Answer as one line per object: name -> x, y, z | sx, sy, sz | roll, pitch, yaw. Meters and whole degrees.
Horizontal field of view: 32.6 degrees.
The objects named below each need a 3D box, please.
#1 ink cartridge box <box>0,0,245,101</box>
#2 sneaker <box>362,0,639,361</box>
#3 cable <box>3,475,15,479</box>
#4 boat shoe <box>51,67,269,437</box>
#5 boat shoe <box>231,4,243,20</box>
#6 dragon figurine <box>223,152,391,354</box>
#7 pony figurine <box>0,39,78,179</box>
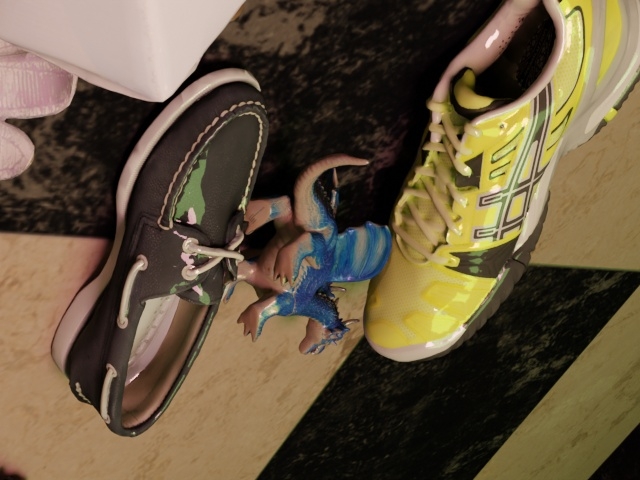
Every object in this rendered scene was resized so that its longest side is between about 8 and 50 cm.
ink cartridge box -> -0.024, -0.287, 0.365 | 0.385, 0.091, 0.308 | 95, 22, -52
sneaker -> 0.127, -0.071, 0.941 | 0.147, 0.145, 0.385 | 14, 108, -47
cable -> -0.287, 0.280, 0.902 | 0.184, 0.047, 0.151 | -59, 159, -46
boat shoe -> -0.102, 0.017, 0.804 | 0.114, 0.091, 0.302 | -11, 138, -44
boat shoe -> -0.150, -0.163, 0.519 | 0.089, 0.105, 0.285 | -20, 159, 34
dragon figurine -> 0.000, 0.000, 0.909 | 0.144, 0.085, 0.289 | -20, 149, -38
pony figurine -> -0.288, 0.051, 0.443 | 0.351, 0.303, 0.363 | 3, 149, -18
